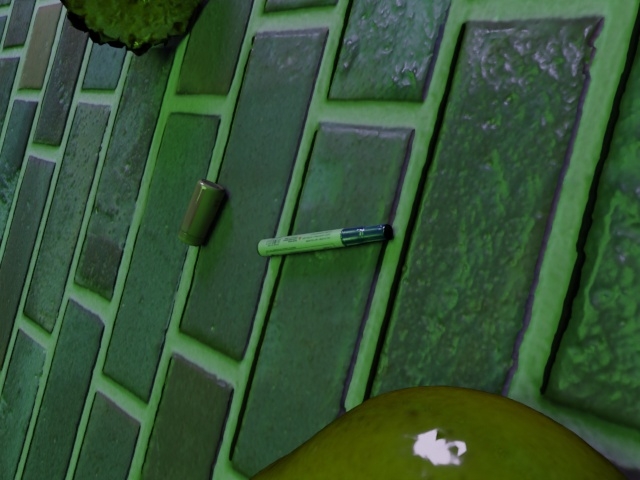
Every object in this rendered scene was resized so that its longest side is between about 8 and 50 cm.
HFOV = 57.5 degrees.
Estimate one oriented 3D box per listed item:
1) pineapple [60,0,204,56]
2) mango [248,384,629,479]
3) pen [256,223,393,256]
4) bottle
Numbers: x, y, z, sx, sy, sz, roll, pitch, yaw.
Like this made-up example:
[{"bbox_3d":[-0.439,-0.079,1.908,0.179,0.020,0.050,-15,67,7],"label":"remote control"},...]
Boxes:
[{"bbox_3d":[-0.348,-0.492,1.025,0.263,0.262,0.272,-53,41,19],"label":"pineapple"},{"bbox_3d":[0.056,0.278,0.486,0.444,0.220,0.302,-15,74,41],"label":"mango"},{"bbox_3d":[0.000,0.000,0.723,0.204,0.025,0.025,-8,75,39],"label":"pen"},{"bbox_3d":[-0.179,-0.040,0.873,0.045,0.045,0.097,33,104,40],"label":"bottle"}]
